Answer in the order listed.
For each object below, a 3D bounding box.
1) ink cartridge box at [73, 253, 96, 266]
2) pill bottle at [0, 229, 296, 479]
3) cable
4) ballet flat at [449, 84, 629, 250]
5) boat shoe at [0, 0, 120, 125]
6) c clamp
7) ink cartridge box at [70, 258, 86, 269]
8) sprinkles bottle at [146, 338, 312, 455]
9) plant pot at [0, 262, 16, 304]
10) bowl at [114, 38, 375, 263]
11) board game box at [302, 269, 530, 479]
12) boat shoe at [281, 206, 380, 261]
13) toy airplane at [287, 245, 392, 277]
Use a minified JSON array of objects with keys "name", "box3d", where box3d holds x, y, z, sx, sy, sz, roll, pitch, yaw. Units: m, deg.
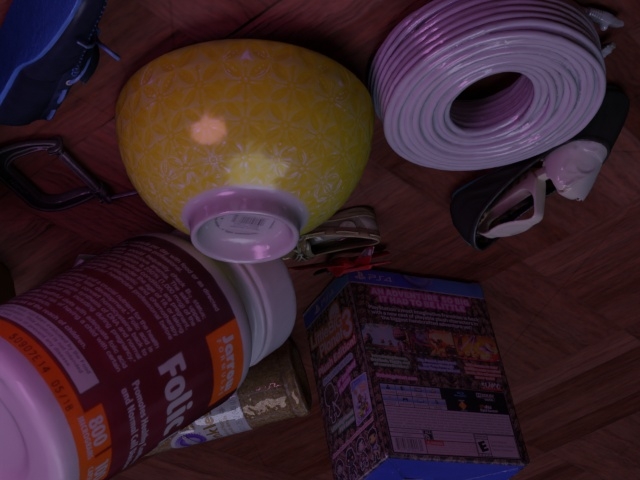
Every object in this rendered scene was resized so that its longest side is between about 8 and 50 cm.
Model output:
[{"name":"ink cartridge box","box3d":[-0.225,0.091,1.666,0.235,0.056,0.171,3,144,-25]},{"name":"pill bottle","box3d":[-0.221,0.125,1.402,0.392,0.224,0.224,-31,165,-43]},{"name":"cable","box3d":[0.184,-0.172,1.365,0.257,0.089,0.257,14,139,-34]},{"name":"ballet flat","box3d":[0.280,-0.075,1.535,0.095,0.096,0.280,18,136,-37]},{"name":"boat shoe","box3d":[-0.255,-0.196,1.203,0.089,0.109,0.258,3,161,-33]},{"name":"c clamp","box3d":[-0.295,-0.077,1.424,0.137,0.022,0.161,-18,148,19]},{"name":"ink cartridge box","box3d":[-0.264,0.128,1.639,0.225,0.056,0.181,30,137,-20]},{"name":"sprinkles bottle","box3d":[-0.197,0.247,1.848,0.356,0.121,0.121,-16,147,6]},{"name":"plant pot","box3d":[-0.426,0.070,1.550,0.082,0.081,0.083,-27,154,22]},{"name":"bowl","box3d":[-0.081,-0.068,1.339,0.290,0.156,0.289,-2,151,-1]},{"name":"board game box","box3d":[0.127,0.203,1.727,0.232,0.291,0.141,9,143,-28]},{"name":"boat shoe","box3d":[0.001,0.001,1.604,0.153,0.048,0.056,-14,147,3]},{"name":"toy airplane","box3d":[0.040,0.031,1.633,0.151,0.028,0.151,-12,176,-1]}]
